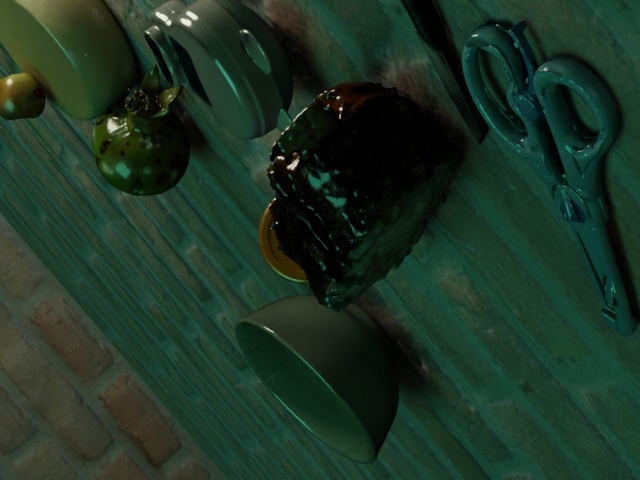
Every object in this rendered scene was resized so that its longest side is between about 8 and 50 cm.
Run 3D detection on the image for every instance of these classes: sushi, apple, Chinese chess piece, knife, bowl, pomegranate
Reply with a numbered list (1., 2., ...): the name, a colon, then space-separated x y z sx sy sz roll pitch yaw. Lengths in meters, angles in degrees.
1. sushi: 0.029 -0.051 1.589 0.182 0.196 0.343 38 159 10
2. apple: -0.468 -0.224 2.198 0.084 0.084 0.071 3 99 64
3. Chinese chess piece: -0.395 -0.309 2.156 0.273 0.102 0.273 40 157 21
4. knife: 0.119 -0.182 1.414 0.230 0.028 0.060 58 171 -33
5. bowl: 0.020 0.181 2.110 0.289 0.146 0.289 40 159 19
6. pomegranate: -0.253 -0.159 2.109 0.156 0.156 0.220 47 129 7

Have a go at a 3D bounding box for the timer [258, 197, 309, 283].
1. timer: 0.000 0.000 1.901 0.132 0.132 0.152 43 -175 16

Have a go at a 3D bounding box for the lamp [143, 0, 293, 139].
1. lamp: -0.114 -0.221 1.705 0.246 0.108 0.179 33 151 42

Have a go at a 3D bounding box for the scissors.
1. scissors: 0.243 -0.047 1.377 0.180 0.032 0.393 27 151 48
